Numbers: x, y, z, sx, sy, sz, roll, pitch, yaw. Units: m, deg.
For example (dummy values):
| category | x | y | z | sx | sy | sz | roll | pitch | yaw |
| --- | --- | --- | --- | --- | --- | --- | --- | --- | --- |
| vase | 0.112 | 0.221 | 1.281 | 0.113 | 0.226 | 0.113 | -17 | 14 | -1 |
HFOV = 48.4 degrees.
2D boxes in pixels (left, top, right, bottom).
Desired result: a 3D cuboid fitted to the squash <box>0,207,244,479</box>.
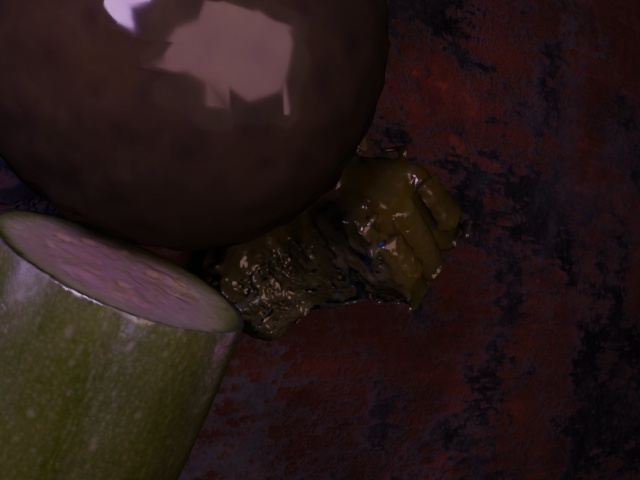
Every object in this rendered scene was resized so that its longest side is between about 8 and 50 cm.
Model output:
| category | x | y | z | sx | sy | sz | roll | pitch | yaw |
| --- | --- | --- | --- | --- | --- | --- | --- | --- | --- |
| squash | -0.262 | 0.196 | 0.694 | 0.263 | 0.263 | 0.384 | 21 | 97 | -40 |

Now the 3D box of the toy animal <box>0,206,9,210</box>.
| category | x | y | z | sx | sy | sz | roll | pitch | yaw |
| --- | --- | --- | --- | --- | --- | --- | --- | --- | --- |
| toy animal | -0.378 | 0.048 | 0.769 | 0.179 | 0.089 | 0.188 | 29 | 73 | -34 |

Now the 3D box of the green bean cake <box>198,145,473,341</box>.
| category | x | y | z | sx | sy | sz | roll | pitch | yaw |
| --- | --- | --- | --- | --- | --- | --- | --- | --- | --- |
| green bean cake | 0.000 | 0.000 | 0.946 | 0.285 | 0.310 | 0.202 | -54 | 126 | -28 |

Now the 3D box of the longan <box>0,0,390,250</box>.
| category | x | y | z | sx | sy | sz | roll | pitch | yaw |
| --- | --- | --- | --- | --- | --- | --- | --- | --- | --- |
| longan | -0.137 | -0.183 | 0.752 | 0.436 | 0.404 | 0.403 | -10 | 99 | -26 |

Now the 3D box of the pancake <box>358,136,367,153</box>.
| category | x | y | z | sx | sy | sz | roll | pitch | yaw |
| --- | --- | --- | --- | --- | --- | --- | --- | --- | --- |
| pancake | -0.056 | -0.228 | 1.056 | 0.377 | 0.054 | 0.197 | 24 | 77 | -38 |
